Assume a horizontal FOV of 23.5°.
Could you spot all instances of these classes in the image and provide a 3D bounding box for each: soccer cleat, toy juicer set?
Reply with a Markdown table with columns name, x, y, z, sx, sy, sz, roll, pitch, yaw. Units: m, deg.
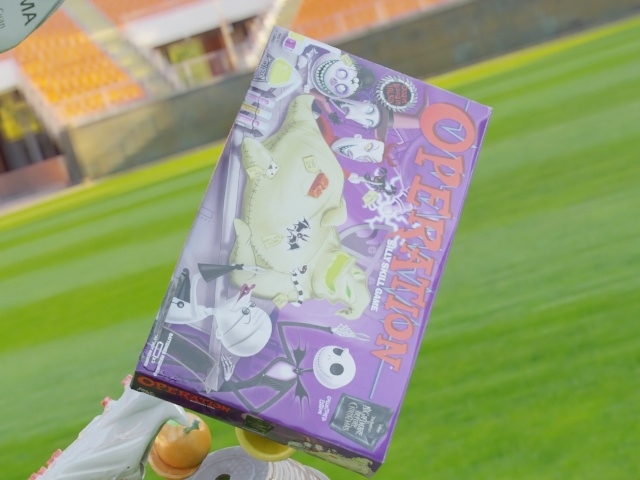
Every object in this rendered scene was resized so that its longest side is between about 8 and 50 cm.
| name | x | y | z | sx | sy | sz | roll | pitch | yaw |
| --- | --- | --- | --- | --- | --- | --- | --- | --- | --- |
| soccer cleat | -0.205 | 0.208 | 1.405 | 0.196 | 0.076 | 0.068 | -46 | 0 | -2 |
| toy juicer set | -0.083 | 0.319 | 1.600 | 0.209 | 0.329 | 0.089 | -11 | 15 | 15 |

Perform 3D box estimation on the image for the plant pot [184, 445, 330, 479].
| name | x | y | z | sx | sy | sz | roll | pitch | yaw |
| --- | --- | --- | --- | --- | --- | --- | --- | --- | --- |
| plant pot | -0.096 | 0.317 | 1.780 | 0.237 | 0.110 | 0.237 | -15 | 30 | 9 |

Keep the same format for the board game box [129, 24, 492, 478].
| name | x | y | z | sx | sy | sz | roll | pitch | yaw |
| --- | --- | --- | --- | --- | --- | --- | --- | --- | --- |
| board game box | 0.000 | 0.000 | 1.267 | 0.208 | 0.347 | 0.056 | 22 | -29 | -6 |

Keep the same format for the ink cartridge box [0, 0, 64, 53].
| name | x | y | z | sx | sy | sz | roll | pitch | yaw |
| --- | --- | --- | --- | --- | --- | --- | --- | --- | --- |
| ink cartridge box | -0.271 | -0.262 | 1.236 | 0.385 | 0.091 | 0.308 | -24 | 41 | -25 |
